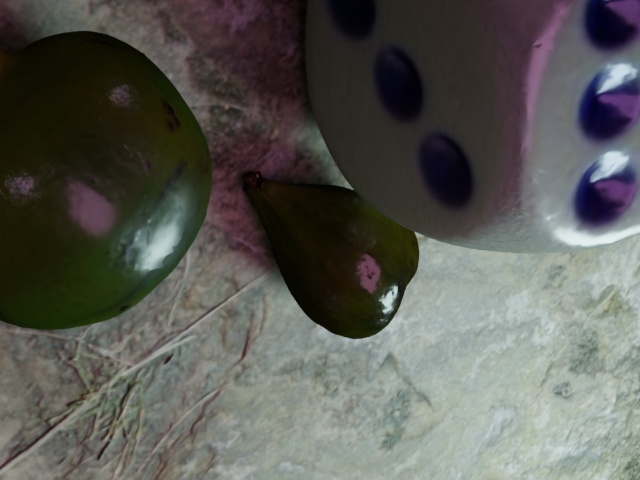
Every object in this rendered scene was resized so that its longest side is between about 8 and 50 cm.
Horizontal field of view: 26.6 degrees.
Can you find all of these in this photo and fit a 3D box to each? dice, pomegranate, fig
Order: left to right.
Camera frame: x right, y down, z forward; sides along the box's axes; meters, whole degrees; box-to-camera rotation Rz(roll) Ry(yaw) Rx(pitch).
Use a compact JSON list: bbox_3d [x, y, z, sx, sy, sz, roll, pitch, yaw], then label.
[{"bbox_3d":[-0.219,-0.077,1.004,0.236,0.236,0.302,-44,116,-13],"label":"pomegranate"},{"bbox_3d":[0.009,0.010,1.256,0.133,0.126,0.185,-50,134,9],"label":"fig"},{"bbox_3d":[0.186,-0.170,1.188,0.304,0.304,0.276,-16,117,-31],"label":"dice"}]
